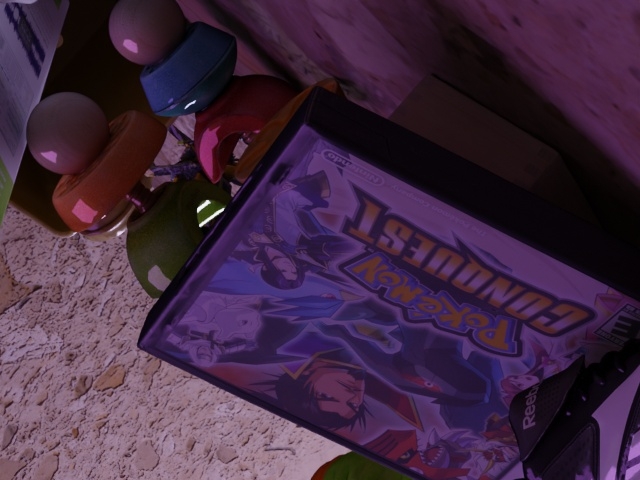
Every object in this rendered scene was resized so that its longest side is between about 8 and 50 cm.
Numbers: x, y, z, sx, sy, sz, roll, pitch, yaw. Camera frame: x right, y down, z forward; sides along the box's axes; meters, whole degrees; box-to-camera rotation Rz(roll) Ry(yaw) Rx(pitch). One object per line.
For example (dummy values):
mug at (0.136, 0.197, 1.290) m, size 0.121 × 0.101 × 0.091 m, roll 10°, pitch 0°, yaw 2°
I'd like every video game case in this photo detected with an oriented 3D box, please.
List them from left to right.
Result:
video game case at (0.062, 0.052, 0.981) m, size 0.275 × 0.035 × 0.248 m, roll 26°, pitch 140°, yaw -12°

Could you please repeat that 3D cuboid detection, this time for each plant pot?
plant pot at (-0.258, -0.170, 1.547) m, size 0.212 × 0.212 × 0.187 m, roll 36°, pitch -168°, yaw -32°

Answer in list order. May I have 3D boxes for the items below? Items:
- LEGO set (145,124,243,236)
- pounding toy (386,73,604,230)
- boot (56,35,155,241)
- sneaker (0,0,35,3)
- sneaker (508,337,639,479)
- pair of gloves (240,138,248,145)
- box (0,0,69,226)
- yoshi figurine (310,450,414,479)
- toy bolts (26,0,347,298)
LEGO set at (0.000, 0.000, 1.569) m, size 0.331 × 0.192 × 0.255 m, roll 41°, pitch 145°, yaw -27°
pounding toy at (0.082, -0.015, 1.037) m, size 0.141 × 0.100 × 0.130 m, roll 36°, pitch 171°, yaw 38°
boot at (-0.272, -0.160, 1.728) m, size 0.089 × 0.236 × 0.269 m, roll -12°, pitch 143°, yaw 29°
sneaker at (-0.171, -0.211, 1.102) m, size 0.150 × 0.135 × 0.366 m, roll 20°, pitch -178°, yaw 7°
sneaker at (0.154, 0.092, 0.896) m, size 0.106 × 0.078 × 0.234 m, roll 26°, pitch 126°, yaw 11°
pair of gloves at (-0.071, -0.104, 1.771) m, size 0.074 × 0.010 × 0.083 m, roll 40°, pitch 177°, yaw -5°
box at (-0.271, -0.173, 1.213) m, size 0.322 × 0.058 × 0.232 m, roll -87°, pitch -21°, yaw -52°
yoshi figurine at (0.123, 0.203, 1.297) m, size 0.362 × 0.203 × 0.203 m, roll -43°, pitch 72°, yaw 47°
toy bolts at (-0.096, -0.109, 1.280) m, size 0.158 × 0.218 × 0.228 m, roll 45°, pitch -152°, yaw -18°
